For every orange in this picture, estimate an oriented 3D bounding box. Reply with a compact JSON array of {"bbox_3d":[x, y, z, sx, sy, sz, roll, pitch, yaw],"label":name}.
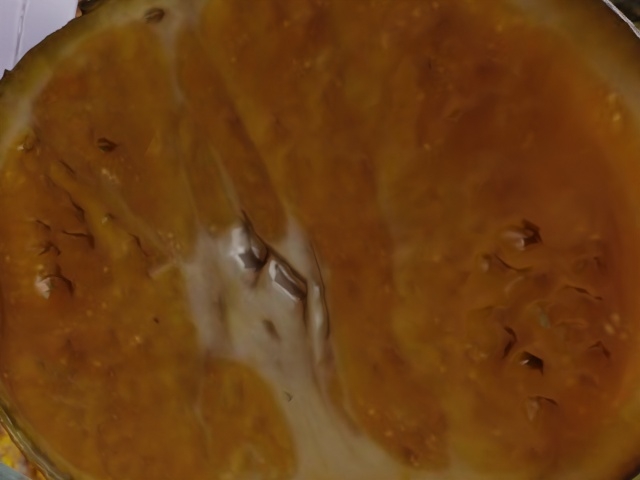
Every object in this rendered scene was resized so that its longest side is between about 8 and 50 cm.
[{"bbox_3d":[0.003,0.002,0.456,0.310,0.274,0.274,-18,-98,57],"label":"orange"}]

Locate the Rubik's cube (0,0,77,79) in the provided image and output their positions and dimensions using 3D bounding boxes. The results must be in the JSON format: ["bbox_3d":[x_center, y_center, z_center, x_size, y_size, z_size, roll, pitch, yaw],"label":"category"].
[{"bbox_3d":[-0.439,-0.223,1.215,0.224,0.231,0.221,-3,111,-48],"label":"Rubik's cube"}]

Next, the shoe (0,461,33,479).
[{"bbox_3d":[-0.327,0.276,1.067,0.103,0.251,0.100,-62,177,-6],"label":"shoe"}]
